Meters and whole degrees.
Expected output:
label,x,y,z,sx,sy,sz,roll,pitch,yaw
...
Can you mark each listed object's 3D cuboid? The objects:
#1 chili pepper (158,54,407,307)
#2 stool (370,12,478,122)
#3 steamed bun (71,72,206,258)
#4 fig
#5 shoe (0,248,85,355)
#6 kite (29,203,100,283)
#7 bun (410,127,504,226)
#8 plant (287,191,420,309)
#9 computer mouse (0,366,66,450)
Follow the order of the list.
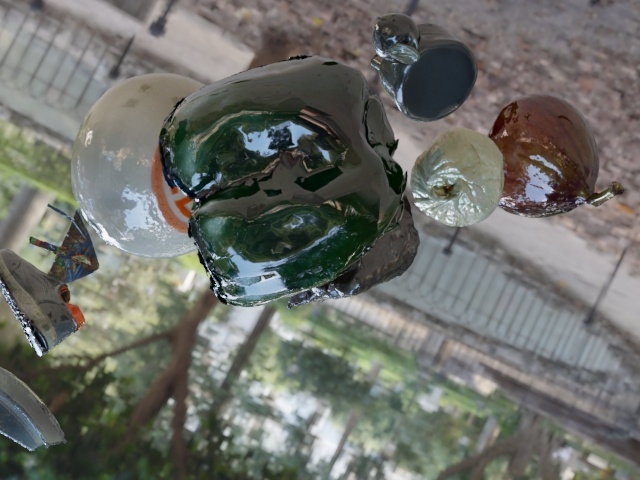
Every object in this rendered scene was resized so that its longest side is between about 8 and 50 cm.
label,x,y,z,sx,sy,sz,roll,pitch,yaw
chili pepper,-0.038,-0.067,1.247,0.233,0.257,0.248,2,-113,-80
stool,0.167,-0.312,1.917,0.139,0.153,0.228,58,173,46
steamed bun,-0.221,-0.108,1.694,0.177,0.283,0.283,11,165,44
fig,0.376,-0.109,1.819,0.249,0.203,0.186,43,-153,22
shoe,-0.378,0.072,1.520,0.194,0.077,0.074,48,154,40
kite,-0.507,0.027,2.257,0.160,0.182,0.010,26,174,-30
bun,0.158,-0.071,1.305,0.115,0.115,0.069,26,-163,2
plant,0.000,0.000,1.658,0.276,0.188,0.199,-8,178,-41
computer mouse,-0.504,0.259,1.844,0.231,0.071,0.126,34,-176,-9
